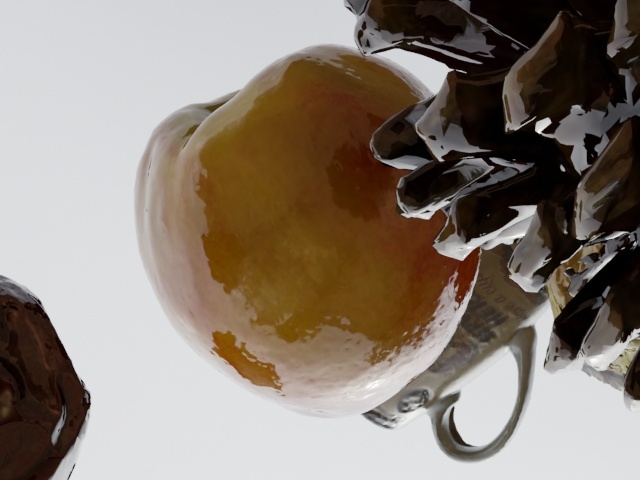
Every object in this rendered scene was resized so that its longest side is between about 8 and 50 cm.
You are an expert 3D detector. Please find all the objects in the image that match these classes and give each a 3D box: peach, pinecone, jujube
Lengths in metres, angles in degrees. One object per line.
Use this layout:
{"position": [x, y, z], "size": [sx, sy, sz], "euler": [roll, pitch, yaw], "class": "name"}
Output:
{"position": [0.005, -0.001, 1.278], "size": [0.308, 0.289, 0.289], "euler": [59, -138, -13], "class": "peach"}
{"position": [0.182, -0.103, 0.853], "size": [0.384, 0.384, 0.384], "euler": [21, -129, -28], "class": "pinecone"}
{"position": [-0.264, 0.119, 0.957], "size": [0.243, 0.183, 0.183], "euler": [-24, -102, -26], "class": "jujube"}

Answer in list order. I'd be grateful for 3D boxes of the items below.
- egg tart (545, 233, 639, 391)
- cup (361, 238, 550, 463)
{"position": [0.283, 0.024, 1.403], "size": [0.106, 0.241, 0.241], "euler": [3, -119, -42], "class": "egg tart"}
{"position": [0.152, 0.095, 1.733], "size": [0.301, 0.257, 0.227], "euler": [62, -154, 7], "class": "cup"}
